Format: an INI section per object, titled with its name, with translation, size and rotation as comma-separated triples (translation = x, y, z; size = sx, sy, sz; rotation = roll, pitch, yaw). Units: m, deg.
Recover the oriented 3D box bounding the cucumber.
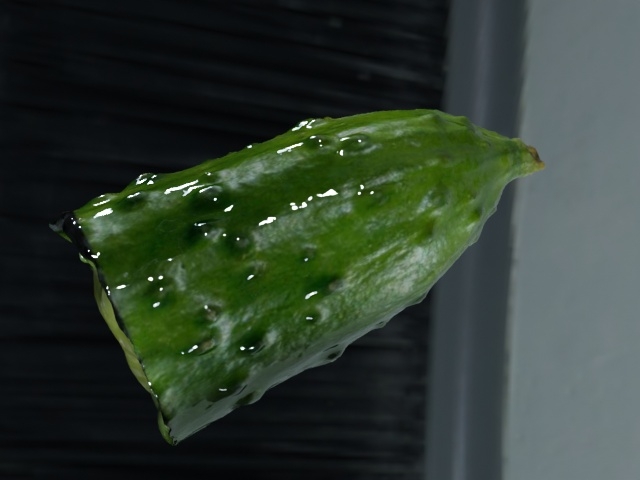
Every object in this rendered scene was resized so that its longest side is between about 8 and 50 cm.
[cucumber]
translation = 0.000, -0.002, 0.891
size = 0.134, 0.244, 0.134
rotation = 157, 90, -80
